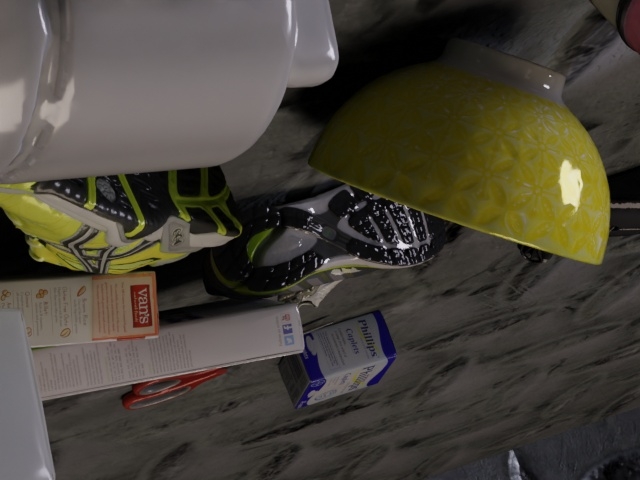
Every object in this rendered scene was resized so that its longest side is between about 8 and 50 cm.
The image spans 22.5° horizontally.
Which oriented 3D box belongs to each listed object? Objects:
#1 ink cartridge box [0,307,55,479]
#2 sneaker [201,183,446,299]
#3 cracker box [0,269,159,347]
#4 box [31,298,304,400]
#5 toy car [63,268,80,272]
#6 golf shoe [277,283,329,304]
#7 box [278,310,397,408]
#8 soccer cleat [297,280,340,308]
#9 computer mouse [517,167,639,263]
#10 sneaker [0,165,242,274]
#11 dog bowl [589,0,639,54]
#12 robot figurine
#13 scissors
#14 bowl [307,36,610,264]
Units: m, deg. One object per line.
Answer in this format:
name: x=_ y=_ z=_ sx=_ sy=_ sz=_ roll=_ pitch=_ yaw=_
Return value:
ink cartridge box: x=-0.445 y=0.193 z=1.335 sx=0.279 sy=0.160 sz=0.385 roll=2 pitch=155 yaw=-42
sneaker: x=0.000 y=0.000 z=1.761 sx=0.300 sy=0.111 sz=0.121 roll=-8 pitch=171 yaw=-27
cracker box: x=-0.282 y=0.065 z=1.497 sx=0.232 sy=0.067 sz=0.156 roll=-4 pitch=-179 yaw=-21
box: x=-0.200 y=0.114 z=1.705 sx=0.322 sy=0.058 sz=0.232 roll=-8 pitch=-178 yaw=-14
toy car: x=-0.267 y=0.045 z=1.644 sx=0.060 sy=0.040 sz=0.122 roll=-20 pitch=162 yaw=-6
golf shoe: x=0.021 y=0.015 z=1.885 sx=0.176 sy=0.069 sz=0.086 roll=-24 pitch=-178 yaw=15
box: x=0.024 y=0.170 z=2.274 sx=0.137 sy=0.072 sz=0.126 roll=-17 pitch=161 yaw=-18
soccer cleat: x=-0.002 y=0.063 z=2.004 sx=0.083 sy=0.035 sz=0.029 roll=-22 pitch=161 yaw=0
computer mouse: x=0.400 y=-0.036 z=2.130 sx=0.272 sy=0.072 sz=0.188 roll=-20 pitch=161 yaw=-8
sneaker: x=-0.203 y=-0.031 z=1.345 sx=0.147 sy=0.145 sz=0.385 roll=-28 pitch=159 yaw=16
dog bowl: x=0.402 y=-0.278 z=1.337 sx=0.408 sy=0.150 sz=0.408 roll=-19 pitch=161 yaw=-7
robot figurine: x=-0.158 y=-0.138 z=1.005 sx=0.353 sy=0.199 sz=0.300 roll=-7 pitch=171 yaw=-39
scissors: x=-0.127 y=0.167 z=2.187 sx=0.297 sy=0.021 sz=0.109 roll=-18 pitch=159 yaw=-16
bowl: x=0.149 y=-0.096 z=1.490 sx=0.289 sy=0.289 sz=0.156 roll=11 pitch=100 yaw=-59
